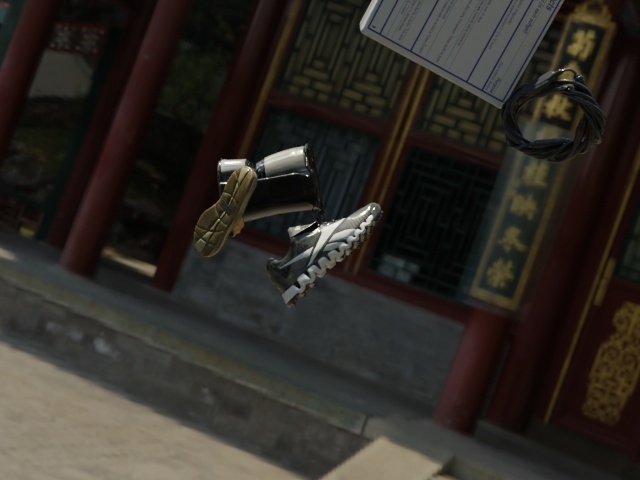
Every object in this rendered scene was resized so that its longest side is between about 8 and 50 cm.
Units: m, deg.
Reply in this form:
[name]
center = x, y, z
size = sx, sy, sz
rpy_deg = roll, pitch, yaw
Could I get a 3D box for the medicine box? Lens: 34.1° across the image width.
[medicine box]
center = 0.253, -0.416, 1.825
size = 0.289, 0.263, 0.149
rpy_deg = 28, 12, -5

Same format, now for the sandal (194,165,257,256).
[sandal]
center = -0.145, -0.041, 1.693
size = 0.049, 0.180, 0.072
rpy_deg = 12, 32, -42

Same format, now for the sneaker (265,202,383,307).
[sneaker]
center = 0.000, 0.000, 1.774
size = 0.106, 0.234, 0.078
rpy_deg = 47, -7, 7

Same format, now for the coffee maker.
[coffee maker]
center = -0.090, -0.081, 1.902
size = 0.178, 0.171, 0.120
rpy_deg = -12, -29, 7

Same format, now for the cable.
[cable]
center = 0.382, -0.198, 1.725
size = 0.150, 0.047, 0.184
rpy_deg = 49, -43, -10
